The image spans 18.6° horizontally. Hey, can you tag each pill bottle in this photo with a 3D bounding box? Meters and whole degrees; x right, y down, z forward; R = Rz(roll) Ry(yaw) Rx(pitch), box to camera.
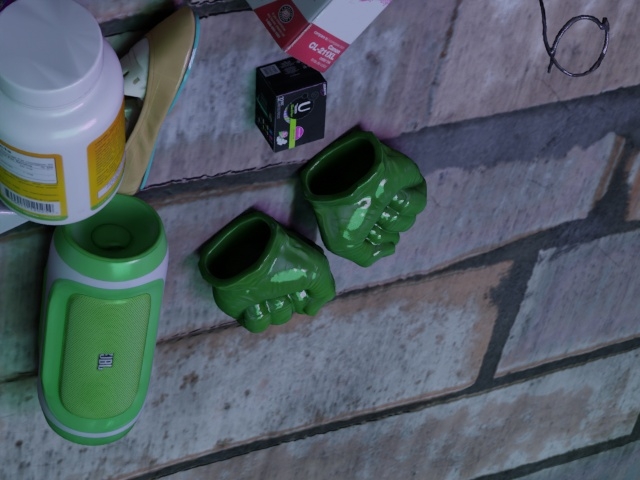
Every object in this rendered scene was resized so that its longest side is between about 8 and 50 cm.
[{"bbox_3d":[-0.250,-0.123,1.812,0.136,0.136,0.245,-22,160,-14],"label":"pill bottle"}]

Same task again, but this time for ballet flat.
[{"bbox_3d":[-0.185,-0.137,1.952,0.073,0.080,0.232,7,128,-22],"label":"ballet flat"}]

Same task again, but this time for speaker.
[{"bbox_3d":[-0.239,0.089,2.123,0.131,0.131,0.296,-13,139,-25],"label":"speaker"}]

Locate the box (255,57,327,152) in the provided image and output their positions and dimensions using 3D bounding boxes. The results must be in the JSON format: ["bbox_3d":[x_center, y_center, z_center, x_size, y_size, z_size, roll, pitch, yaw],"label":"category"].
[{"bbox_3d":[-0.032,-0.145,2.073,0.062,0.052,0.083,-18,140,-19],"label":"box"}]

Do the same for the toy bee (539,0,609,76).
[{"bbox_3d":[0.167,-0.315,1.974,0.195,0.162,0.298,-14,115,-12],"label":"toy bee"}]

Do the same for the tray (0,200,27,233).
[{"bbox_3d":[-0.424,-0.024,1.895,0.270,0.030,0.145,1,168,-37],"label":"tray"}]

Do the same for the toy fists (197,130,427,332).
[{"bbox_3d":[0.000,0.000,2.226,0.279,0.096,0.142,-39,144,6],"label":"toy fists"}]

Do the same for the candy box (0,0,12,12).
[{"bbox_3d":[-0.384,-0.199,1.732,0.159,0.071,0.233,18,120,-46],"label":"candy box"}]

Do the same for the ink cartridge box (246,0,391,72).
[{"bbox_3d":[0.014,-0.272,1.898,0.175,0.127,0.072,-45,143,16],"label":"ink cartridge box"}]
